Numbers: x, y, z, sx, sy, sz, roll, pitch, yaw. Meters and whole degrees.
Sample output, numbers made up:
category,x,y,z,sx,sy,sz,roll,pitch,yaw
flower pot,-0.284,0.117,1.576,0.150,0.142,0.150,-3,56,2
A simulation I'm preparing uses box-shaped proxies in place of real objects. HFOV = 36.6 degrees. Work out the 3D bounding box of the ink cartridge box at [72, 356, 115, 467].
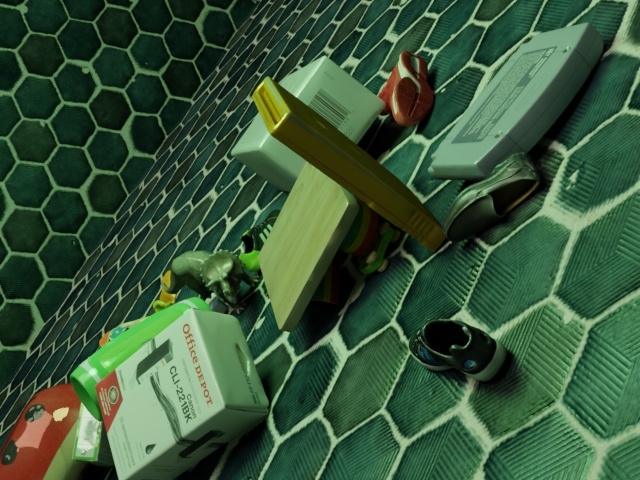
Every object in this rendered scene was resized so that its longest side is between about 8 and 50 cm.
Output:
category,x,y,z,sx,sy,sz,roll,pitch,yaw
ink cartridge box,-0.441,0.353,1.987,0.062,0.109,0.209,-2,70,18

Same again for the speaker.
category,x,y,z,sx,sy,sz,roll,pitch,yaw
speaker,-0.342,0.232,1.927,0.296,0.131,0.131,-33,10,-27

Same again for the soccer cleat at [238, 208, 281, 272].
category,x,y,z,sx,sy,sz,roll,pitch,yaw
soccer cleat,-0.128,-0.011,2.093,0.060,0.072,0.179,-32,28,44

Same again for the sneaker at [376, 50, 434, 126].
category,x,y,z,sx,sy,sz,roll,pitch,yaw
sneaker,0.161,-0.269,1.935,0.128,0.087,0.221,-58,12,41

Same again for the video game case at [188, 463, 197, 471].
category,x,y,z,sx,sy,sz,roll,pitch,yaw
video game case,-0.197,0.327,1.758,0.166,0.015,0.119,-52,20,1

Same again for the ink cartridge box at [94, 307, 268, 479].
category,x,y,z,sx,sy,sz,roll,pitch,yaw
ink cartridge box,-0.243,0.271,1.668,0.273,0.114,0.197,-38,58,24

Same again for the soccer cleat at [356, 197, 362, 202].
category,x,y,z,sx,sy,sz,roll,pitch,yaw
soccer cleat,-0.006,-0.034,1.884,0.248,0.083,0.095,-42,1,31

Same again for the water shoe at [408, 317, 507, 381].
category,x,y,z,sx,sy,sz,roll,pitch,yaw
water shoe,0.159,0.123,1.236,0.073,0.080,0.203,-56,20,-13

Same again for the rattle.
category,x,y,z,sx,sy,sz,roll,pitch,yaw
rattle,-0.417,0.156,2.225,0.130,0.199,0.143,-170,74,-68

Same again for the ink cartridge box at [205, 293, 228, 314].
category,x,y,z,sx,sy,sz,roll,pitch,yaw
ink cartridge box,-0.233,0.147,2.118,0.048,0.028,0.083,-51,20,0

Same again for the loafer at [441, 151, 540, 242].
category,x,y,z,sx,sy,sz,roll,pitch,yaw
loafer,0.242,-0.054,1.387,0.170,0.062,0.061,-46,26,20

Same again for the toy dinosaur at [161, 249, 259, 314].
category,x,y,z,sx,sy,sz,roll,pitch,yaw
toy dinosaur,-0.234,0.068,2.018,0.313,0.160,0.121,13,62,46

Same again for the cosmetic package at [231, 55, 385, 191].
category,x,y,z,sx,sy,sz,roll,pitch,yaw
cosmetic package,-0.041,-0.235,2.076,0.230,0.161,0.453,-54,13,-3

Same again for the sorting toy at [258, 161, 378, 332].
category,x,y,z,sx,sy,sz,roll,pitch,yaw
sorting toy,0.000,0.000,1.701,0.257,0.089,0.255,-61,24,20

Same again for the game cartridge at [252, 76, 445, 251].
category,x,y,z,sx,sy,sz,roll,pitch,yaw
game cartridge,0.040,-0.127,1.562,0.053,0.323,0.285,-49,20,9

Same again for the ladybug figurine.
category,x,y,z,sx,sy,sz,roll,pitch,yaw
ladybug figurine,-0.614,0.487,2.090,0.449,0.161,0.305,-61,15,4

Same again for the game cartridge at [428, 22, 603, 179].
category,x,y,z,sx,sy,sz,roll,pitch,yaw
game cartridge,0.303,-0.208,1.493,0.294,0.060,0.196,-51,15,-11

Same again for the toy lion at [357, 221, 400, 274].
category,x,y,z,sx,sy,sz,roll,pitch,yaw
toy lion,0.090,0.017,1.643,0.096,0.034,0.100,-35,25,55
